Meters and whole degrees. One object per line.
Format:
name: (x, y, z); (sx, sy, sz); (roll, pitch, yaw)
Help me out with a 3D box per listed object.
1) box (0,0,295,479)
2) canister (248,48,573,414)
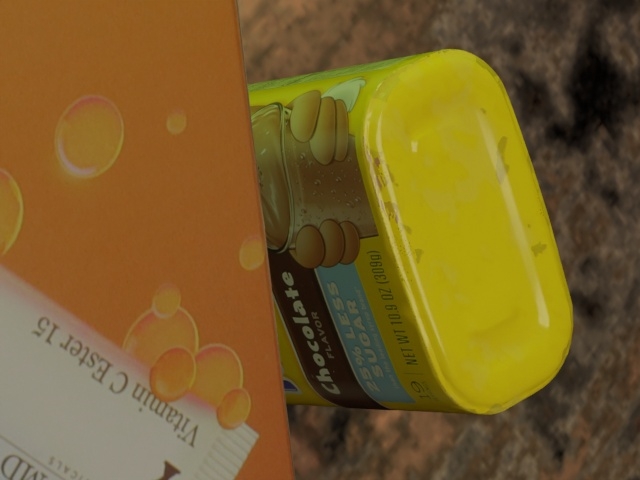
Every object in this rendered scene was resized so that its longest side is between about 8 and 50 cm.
box: (-0.149, -0.017, 0.531); (0.215, 0.168, 0.345); (-24, 118, -36)
canister: (0.000, 0.000, 0.691); (0.073, 0.170, 0.126); (-26, 103, -34)
